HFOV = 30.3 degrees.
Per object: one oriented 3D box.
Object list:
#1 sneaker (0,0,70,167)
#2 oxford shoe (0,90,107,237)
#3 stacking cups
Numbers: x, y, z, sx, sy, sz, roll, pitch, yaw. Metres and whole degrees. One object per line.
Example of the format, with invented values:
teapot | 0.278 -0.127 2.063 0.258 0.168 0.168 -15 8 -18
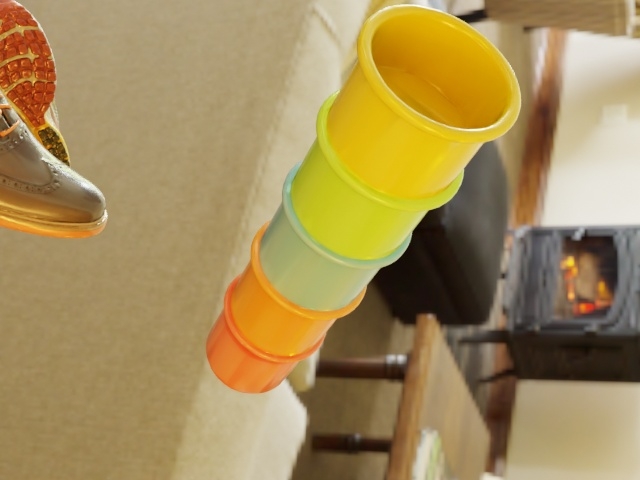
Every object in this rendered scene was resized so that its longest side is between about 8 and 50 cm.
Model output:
sneaker | -0.335 -0.161 1.300 0.092 0.088 0.225 -121 -155 -50
oxford shoe | -0.293 -0.093 0.994 0.098 0.271 0.097 -56 -169 24
stacking cups | 0.000 0.000 0.722 0.316 0.096 0.096 -55 -171 45
